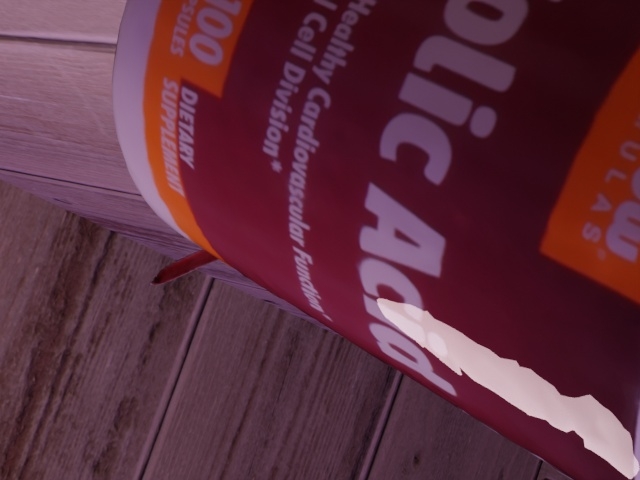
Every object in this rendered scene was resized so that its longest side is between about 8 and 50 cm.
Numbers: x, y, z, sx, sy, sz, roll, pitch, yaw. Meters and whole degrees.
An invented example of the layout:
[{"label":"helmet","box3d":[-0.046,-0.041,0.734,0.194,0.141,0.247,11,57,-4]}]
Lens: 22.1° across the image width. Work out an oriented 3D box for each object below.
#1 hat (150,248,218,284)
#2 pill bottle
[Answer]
[{"label":"hat","box3d":[0.000,0.000,1.462,0.208,0.184,0.173,17,172,19]},{"label":"pill bottle","box3d":[0.123,-0.021,0.634,0.392,0.224,0.224,30,179,35]}]
